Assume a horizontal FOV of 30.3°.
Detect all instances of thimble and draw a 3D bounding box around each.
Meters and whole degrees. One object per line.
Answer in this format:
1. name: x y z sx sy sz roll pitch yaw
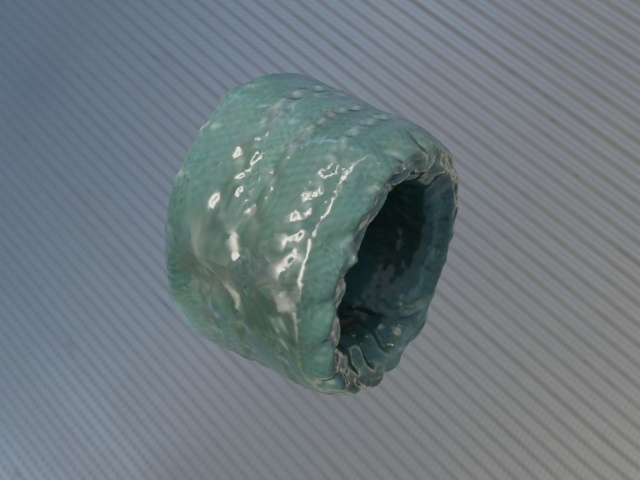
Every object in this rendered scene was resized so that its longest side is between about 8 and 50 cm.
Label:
1. thimble: 0.000 0.000 0.839 0.143 0.235 0.198 25 66 24
